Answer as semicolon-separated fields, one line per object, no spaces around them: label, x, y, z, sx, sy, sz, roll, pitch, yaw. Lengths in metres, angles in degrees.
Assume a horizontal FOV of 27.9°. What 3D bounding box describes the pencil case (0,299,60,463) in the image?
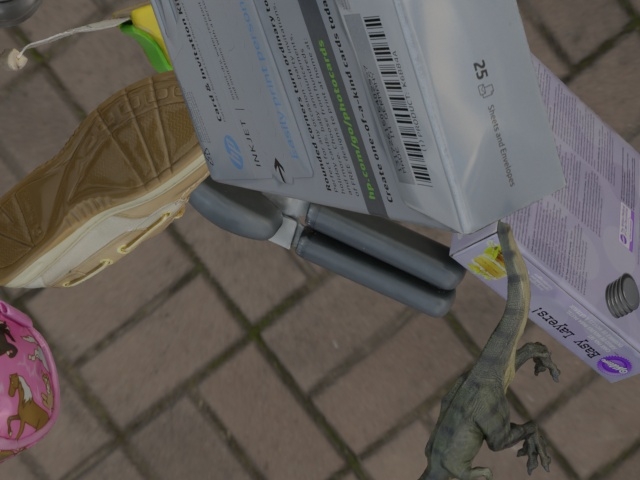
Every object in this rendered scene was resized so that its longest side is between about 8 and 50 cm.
pencil case;-0.442;0.194;1.323;0.386;0.160;0.167;-24;92;27

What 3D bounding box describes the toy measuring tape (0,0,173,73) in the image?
toy measuring tape;-0.200;-0.215;1.494;0.330;0.121;0.121;-24;95;-26

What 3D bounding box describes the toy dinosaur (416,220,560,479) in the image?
toy dinosaur;0.139;0.125;1.027;0.118;0.064;0.268;15;98;-39

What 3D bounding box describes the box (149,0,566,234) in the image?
box;-0.009;-0.083;0.401;0.038;0.186;0.145;-25;106;-22

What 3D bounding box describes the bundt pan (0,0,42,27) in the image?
bundt pan;-0.404;-0.420;1.614;0.124;0.331;0.331;1;94;-9

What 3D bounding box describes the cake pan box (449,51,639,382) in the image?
cake pan box;0.245;-0.031;1.279;0.245;0.070;0.267;37;46;-28

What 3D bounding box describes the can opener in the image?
can opener;0.000;0.000;1.235;0.280;0.093;0.074;22;129;5

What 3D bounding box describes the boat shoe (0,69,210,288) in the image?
boat shoe;-0.099;-0.028;0.658;0.170;0.059;0.063;-31;63;23
